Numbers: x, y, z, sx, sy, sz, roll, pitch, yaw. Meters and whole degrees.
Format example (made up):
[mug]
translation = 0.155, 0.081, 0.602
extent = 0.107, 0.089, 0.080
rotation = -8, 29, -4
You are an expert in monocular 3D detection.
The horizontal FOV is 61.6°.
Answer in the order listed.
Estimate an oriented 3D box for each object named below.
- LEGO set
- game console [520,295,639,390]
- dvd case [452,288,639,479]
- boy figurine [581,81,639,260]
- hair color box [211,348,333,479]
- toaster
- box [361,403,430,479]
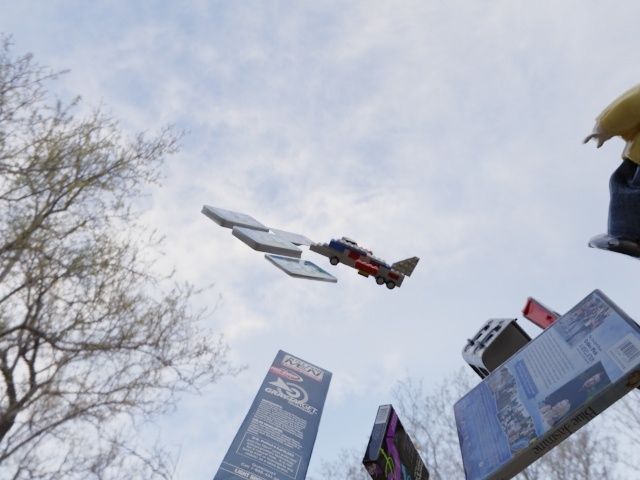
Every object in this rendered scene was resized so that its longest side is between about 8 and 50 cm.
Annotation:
[LEGO set]
translation = 0.000, 0.000, 0.673
extent = 0.244, 0.182, 0.060
rotation = 13, -76, -48
[game console]
translation = 0.662, 0.270, 1.198
extent = 0.387, 0.342, 0.060
rotation = 30, -85, -15
[dvd case]
translation = 0.263, 0.172, 0.634
extent = 0.022, 0.180, 0.253
rotation = 43, -74, -3
[boy figurine]
translation = 0.386, -0.116, 0.604
extent = 0.177, 0.092, 0.285
rotation = 12, -86, 1
[hair color box]
translation = -0.077, 0.314, 0.757
extent = 0.105, 0.347, 0.173
rotation = 23, -75, 2
[toaster]
translation = 0.377, 0.247, 1.048
extent = 0.110, 0.168, 0.185
rotation = -41, -97, -4
[box]
translation = 0.124, 0.360, 0.849
extent = 0.029, 0.116, 0.162
rotation = -18, -69, 27
